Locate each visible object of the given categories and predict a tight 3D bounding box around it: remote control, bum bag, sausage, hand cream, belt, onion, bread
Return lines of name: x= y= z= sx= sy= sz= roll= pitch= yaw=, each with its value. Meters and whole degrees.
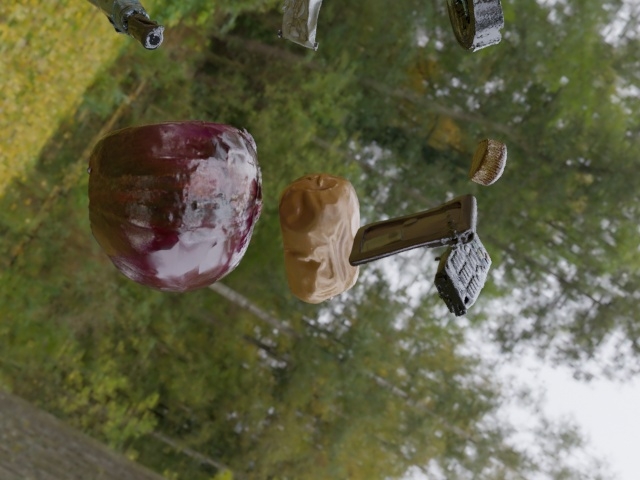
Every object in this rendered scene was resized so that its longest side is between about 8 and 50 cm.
remote control: x=0.325 y=0.067 z=2.218 sx=0.062 sy=0.144 sz=0.399 roll=-26 pitch=-175 yaw=21
bum bag: x=0.115 y=-0.008 z=1.184 sx=0.159 sy=0.026 sz=0.109 roll=-15 pitch=-157 yaw=19
sausage: x=0.000 y=0.000 z=1.656 sx=0.120 sy=0.136 sz=0.241 roll=-78 pitch=169 yaw=-57
hand cream: x=-0.030 y=-0.384 z=1.298 sx=0.050 sy=0.084 sz=0.257 roll=-30 pitch=133 yaw=-33
belt: x=0.233 y=-0.362 z=1.488 sx=0.058 sy=0.140 sz=0.105 roll=-14 pitch=-174 yaw=-12
onion: x=-0.236 y=-0.045 z=1.555 sx=0.337 sy=0.282 sz=0.260 roll=159 pitch=-67 yaw=-72
bread: x=0.300 y=-0.136 z=1.704 sx=0.085 sy=0.053 sz=0.085 roll=-160 pitch=-90 yaw=-83

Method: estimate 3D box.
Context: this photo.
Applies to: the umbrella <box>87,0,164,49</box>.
umbrella: x=-0.290 y=-0.332 z=1.401 sx=0.250 sy=0.052 sz=0.053 roll=46 pitch=-45 yaw=44
